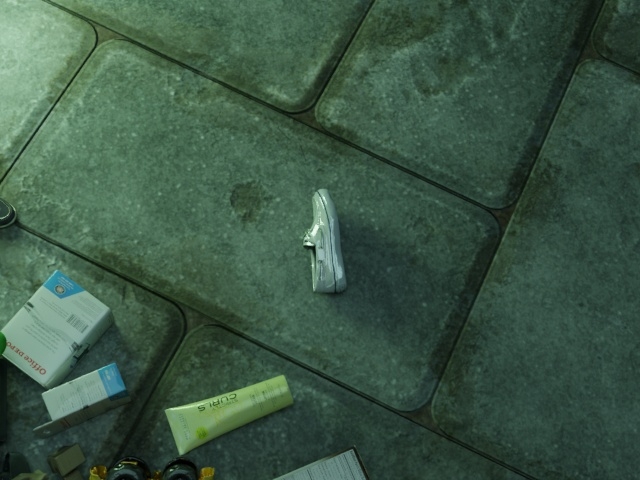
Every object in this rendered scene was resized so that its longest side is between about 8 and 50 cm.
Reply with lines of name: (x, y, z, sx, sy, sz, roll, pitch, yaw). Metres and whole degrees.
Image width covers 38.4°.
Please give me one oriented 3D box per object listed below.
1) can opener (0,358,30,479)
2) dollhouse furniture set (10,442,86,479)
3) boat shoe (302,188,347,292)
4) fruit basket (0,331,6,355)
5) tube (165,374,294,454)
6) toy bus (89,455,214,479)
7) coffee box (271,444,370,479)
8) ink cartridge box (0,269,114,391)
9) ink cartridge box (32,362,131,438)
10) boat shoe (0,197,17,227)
can opener: (-0.602, 0.361, 1.715, 0.093, 0.074, 0.280, 6, 65, -41)
dollhouse furniture set: (-0.454, 0.483, 1.643, 0.161, 0.101, 0.182, -32, 104, -46)
boat shoe: (0.000, 0.000, 1.904, 0.076, 0.083, 0.226, -7, 70, -10)
fruit basket: (-0.757, 0.163, 1.614, 0.392, 0.392, 0.283, 38, 106, 9)
tube: (-0.172, 0.329, 1.771, 0.240, 0.062, 0.070, -19, 31, -8)
toy bus: (-0.304, 0.500, 1.650, 0.220, 0.149, 0.211, 1, 81, -8)
coffee box: (-0.037, 0.477, 1.680, 0.247, 0.141, 0.098, -20, 71, -14)
ink cartridge box: (-0.516, 0.177, 1.780, 0.140, 0.082, 0.190, 35, 70, 9)
ink cartridge box: (-0.455, 0.302, 1.724, 0.180, 0.104, 0.060, -22, 72, -14)
boat shoe: (-0.722, -0.085, 1.872, 0.206, 0.065, 0.075, 22, 68, 3)
